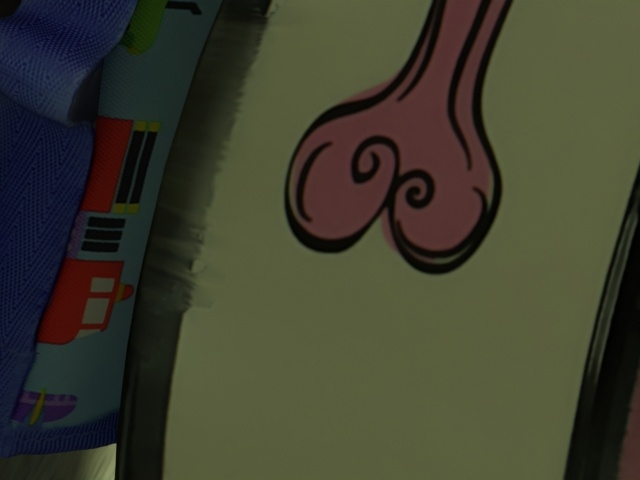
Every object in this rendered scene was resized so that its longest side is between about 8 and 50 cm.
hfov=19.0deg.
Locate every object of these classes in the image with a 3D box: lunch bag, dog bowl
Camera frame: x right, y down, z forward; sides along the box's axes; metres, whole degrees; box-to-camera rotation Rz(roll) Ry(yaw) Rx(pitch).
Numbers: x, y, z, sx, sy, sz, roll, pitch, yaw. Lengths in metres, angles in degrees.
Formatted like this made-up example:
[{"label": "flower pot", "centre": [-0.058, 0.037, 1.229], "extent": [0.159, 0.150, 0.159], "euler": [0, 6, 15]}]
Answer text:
[{"label": "lunch bag", "centre": [-0.004, -0.068, 0.566], "extent": [0.293, 0.138, 0.221], "euler": [-32, 147, -60]}, {"label": "dog bowl", "centre": [0.131, 0.034, 0.536], "extent": [0.408, 0.150, 0.408], "euler": [-23, 119, -50]}]
